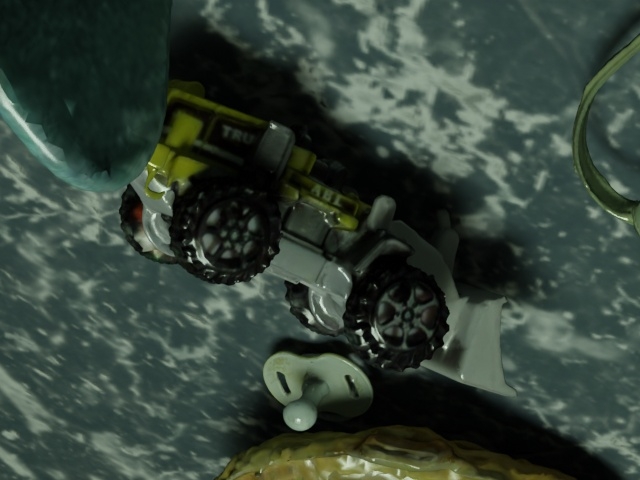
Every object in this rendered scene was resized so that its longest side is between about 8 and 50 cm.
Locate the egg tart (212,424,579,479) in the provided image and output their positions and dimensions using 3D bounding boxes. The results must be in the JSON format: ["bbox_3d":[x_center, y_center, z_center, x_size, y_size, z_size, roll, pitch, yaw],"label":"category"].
[{"bbox_3d":[0.062,0.247,1.394,0.341,0.129,0.341,11,151,6],"label":"egg tart"}]

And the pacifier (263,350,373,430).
[{"bbox_3d":[-0.006,0.111,1.327,0.083,0.064,0.068,1,126,27],"label":"pacifier"}]

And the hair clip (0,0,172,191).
[{"bbox_3d":[-0.200,-0.250,0.741,0.238,0.318,0.392,1,142,29],"label":"hair clip"}]

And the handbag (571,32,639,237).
[{"bbox_3d":[0.250,-0.049,0.977,0.219,0.079,0.256,33,144,-3],"label":"handbag"}]

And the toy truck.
[{"bbox_3d":[0.000,0.000,1.136,0.286,0.111,0.136,27,177,-23],"label":"toy truck"}]
